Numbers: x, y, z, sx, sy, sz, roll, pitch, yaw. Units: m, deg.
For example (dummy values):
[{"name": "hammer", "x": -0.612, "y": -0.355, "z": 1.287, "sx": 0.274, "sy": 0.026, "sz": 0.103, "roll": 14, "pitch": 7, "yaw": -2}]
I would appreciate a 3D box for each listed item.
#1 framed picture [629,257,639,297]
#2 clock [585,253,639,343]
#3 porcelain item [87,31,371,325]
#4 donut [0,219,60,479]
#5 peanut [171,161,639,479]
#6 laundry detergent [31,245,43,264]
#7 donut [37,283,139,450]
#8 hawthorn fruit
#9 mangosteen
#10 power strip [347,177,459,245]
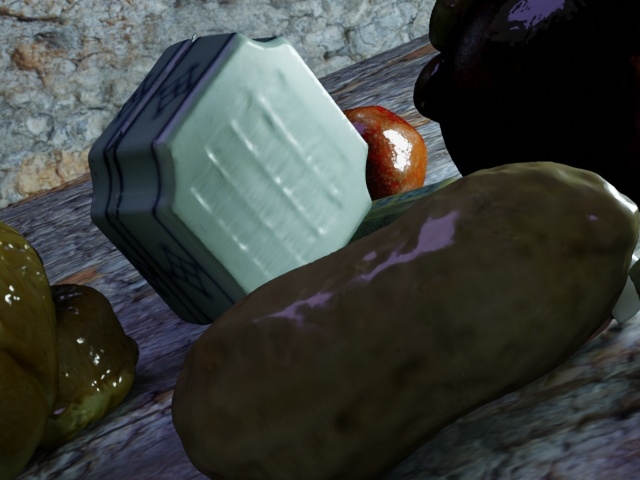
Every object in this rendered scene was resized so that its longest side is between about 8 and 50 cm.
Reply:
[{"name": "framed picture", "x": 0.300, "y": 0.020, "z": 1.020, "sx": 0.184, "sy": 0.016, "sz": 0.250, "roll": -52, "pitch": 22, "yaw": 19}, {"name": "clock", "x": 0.180, "y": 0.048, "z": 1.309, "sx": 0.166, "sy": 0.092, "sz": 0.162, "roll": -26, "pitch": 16, "yaw": -24}, {"name": "porcelain item", "x": -0.101, "y": -0.067, "z": 1.708, "sx": 0.157, "sy": 0.286, "sz": 0.281, "roll": -3, "pitch": 47, "yaw": 47}, {"name": "donut", "x": -0.397, "y": 0.107, "z": 1.425, "sx": 0.360, "sy": 0.360, "sz": 0.170, "roll": -13, "pitch": -20, "yaw": 33}, {"name": "peanut", "x": 0.067, "y": 0.070, "z": 1.159, "sx": 0.387, "sy": 0.169, "sz": 0.192, "roll": -29, "pitch": -9, "yaw": 7}, {"name": "laundry detergent", "x": -0.348, "y": 0.060, "z": 1.585, "sx": 0.144, "sy": 0.078, "sz": 0.222, "roll": -29, "pitch": 18, "yaw": -11}, {"name": "donut", "x": -0.305, "y": 0.137, "z": 1.648, "sx": 0.208, "sy": 0.128, "sz": 0.261, "roll": -20, "pitch": 14, "yaw": 4}, {"name": "hawthorn fruit", "x": 0.068, "y": -0.099, "z": 2.008, "sx": 0.157, "sy": 0.157, "sz": 0.194, "roll": -11, "pitch": -2, "yaw": 39}, {"name": "mangosteen", "x": 0.237, "y": -0.150, "z": 1.568, "sx": 0.313, "sy": 0.297, "sz": 0.297, "roll": -1, "pitch": 20, "yaw": 25}, {"name": "power strip", "x": 0.000, "y": 0.000, "z": 1.864, "sx": 0.388, "sy": 0.066, "sz": 0.092, "roll": -17, "pitch": 11, "yaw": 21}]
